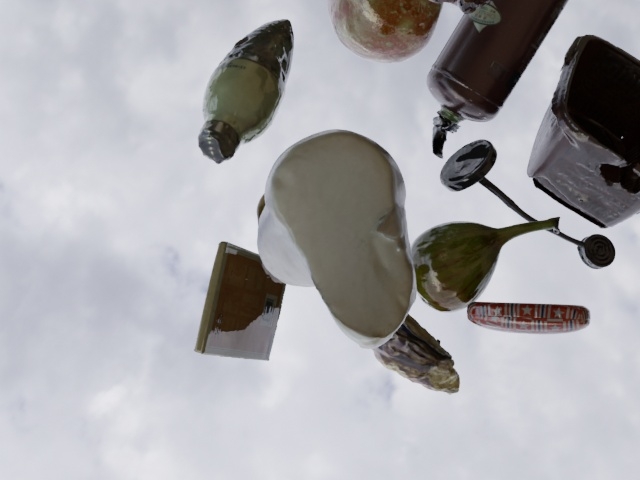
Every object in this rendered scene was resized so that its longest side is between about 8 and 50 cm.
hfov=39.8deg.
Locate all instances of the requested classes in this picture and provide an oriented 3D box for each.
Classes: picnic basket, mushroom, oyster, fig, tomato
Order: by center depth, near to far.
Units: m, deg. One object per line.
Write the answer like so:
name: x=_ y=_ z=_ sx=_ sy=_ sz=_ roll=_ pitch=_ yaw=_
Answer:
mushroom: x=0.000 y=0.000 z=0.756 sx=0.122 sy=0.329 sz=0.159 roll=8 pitch=-94 yaw=-8
picnic basket: x=0.402 y=-0.146 z=1.244 sx=0.223 sy=0.129 sz=0.296 roll=32 pitch=-137 yaw=-1
fig: x=0.268 y=0.024 z=1.461 sx=0.151 sy=0.259 sz=0.151 roll=40 pitch=-142 yaw=-40
oyster: x=0.116 y=0.159 z=1.557 sx=0.271 sy=0.100 sz=0.275 roll=38 pitch=177 yaw=37
tomato: x=0.128 y=-0.521 z=1.919 sx=0.223 sy=0.270 sz=0.270 roll=-4 pitch=-118 yaw=-38

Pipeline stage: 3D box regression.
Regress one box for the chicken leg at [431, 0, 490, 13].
chicken leg: x=0.099 y=-0.322 z=1.018 sx=0.219 sy=0.048 sz=0.089 roll=32 pitch=-144 yaw=13

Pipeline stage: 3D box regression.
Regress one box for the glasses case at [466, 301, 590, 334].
glasses case: x=0.328 y=0.124 z=1.409 sx=0.073 sy=0.195 sz=0.049 roll=11 pitch=-100 yaw=-61

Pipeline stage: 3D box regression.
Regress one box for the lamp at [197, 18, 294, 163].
lamp: x=-0.089 y=-0.197 z=1.128 sx=0.101 sy=0.101 sz=0.250 roll=35 pitch=-128 yaw=-14

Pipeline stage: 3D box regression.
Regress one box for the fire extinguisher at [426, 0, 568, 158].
fire extinguisher: x=0.238 y=-0.269 z=1.201 sx=0.114 sy=0.337 sz=0.135 roll=29 pitch=-168 yaw=-7

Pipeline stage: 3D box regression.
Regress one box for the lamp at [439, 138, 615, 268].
lamp: x=0.396 y=-0.053 z=1.605 sx=0.371 sy=0.108 sz=0.130 roll=35 pitch=-115 yaw=-7

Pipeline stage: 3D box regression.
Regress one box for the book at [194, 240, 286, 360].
book: x=-0.118 y=0.103 z=1.396 sx=0.242 sy=0.018 sz=0.170 roll=27 pitch=-107 yaw=-67
